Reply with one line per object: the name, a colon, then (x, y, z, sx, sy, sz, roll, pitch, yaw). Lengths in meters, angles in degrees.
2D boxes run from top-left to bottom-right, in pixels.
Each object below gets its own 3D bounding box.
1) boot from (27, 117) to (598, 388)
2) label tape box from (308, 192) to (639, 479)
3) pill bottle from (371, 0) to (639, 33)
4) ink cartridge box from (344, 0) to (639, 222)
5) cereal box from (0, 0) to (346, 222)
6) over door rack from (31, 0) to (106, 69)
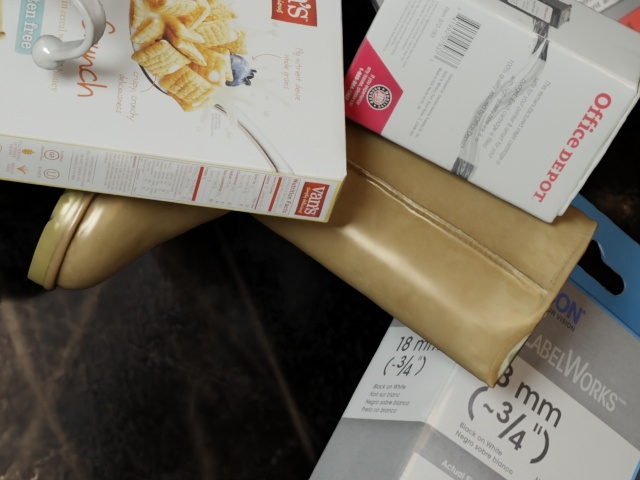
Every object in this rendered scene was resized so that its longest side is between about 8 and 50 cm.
boot: (0.000, 0.000, 0.990, 0.269, 0.089, 0.236, 34, 65, 4)
label tape box: (0.159, 0.113, 1.127, 0.240, 0.106, 0.334, 38, 67, -23)
pill bottle: (0.084, -0.272, 1.026, 0.210, 0.210, 0.363, -44, 119, -27)
ink cartridge box: (0.098, -0.095, 0.975, 0.150, 0.109, 0.063, 27, 38, -2)
cereal box: (-0.106, -0.103, 0.943, 0.240, 0.047, 0.173, 7, 52, -11)
over door rack: (-0.196, -0.259, 0.925, 0.324, 0.108, 0.239, 42, 45, -5)
